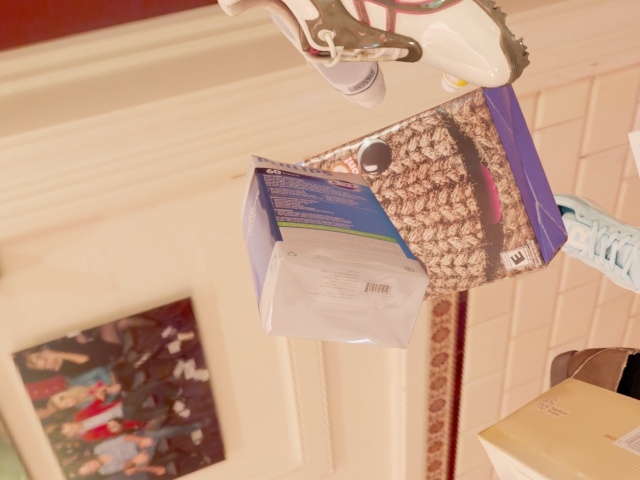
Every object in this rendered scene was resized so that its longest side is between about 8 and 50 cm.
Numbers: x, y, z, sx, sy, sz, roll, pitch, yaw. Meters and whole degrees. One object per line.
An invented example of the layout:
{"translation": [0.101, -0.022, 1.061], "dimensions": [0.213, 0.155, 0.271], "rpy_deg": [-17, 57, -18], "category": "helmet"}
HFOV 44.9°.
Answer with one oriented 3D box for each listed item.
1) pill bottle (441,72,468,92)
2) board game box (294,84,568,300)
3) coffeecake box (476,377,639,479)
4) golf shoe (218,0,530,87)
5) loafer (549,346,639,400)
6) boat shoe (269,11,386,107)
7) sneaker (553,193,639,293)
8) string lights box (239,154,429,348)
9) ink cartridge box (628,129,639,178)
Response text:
{"translation": [0.303, -0.370, 1.667], "dimensions": [0.116, 0.065, 0.065], "rpy_deg": [123, 128, -64], "category": "pill bottle"}
{"translation": [0.143, -0.051, 1.036], "dimensions": [0.291, 0.141, 0.232], "rpy_deg": [-19, 95, 32], "category": "board game box"}
{"translation": [0.167, 0.173, 0.369], "dimensions": [0.185, 0.068, 0.142], "rpy_deg": [63, 170, -4], "category": "coffeecake box"}
{"translation": [0.044, -0.189, 0.672], "dimensions": [0.272, 0.120, 0.105], "rpy_deg": [29, 170, 1], "category": "golf shoe"}
{"translation": [0.348, 0.257, 0.891], "dimensions": [0.130, 0.134, 0.366], "rpy_deg": [-35, 31, 34], "category": "loafer"}
{"translation": [0.026, -0.387, 1.496], "dimensions": [0.367, 0.136, 0.156], "rpy_deg": [56, -171, 33], "category": "boat shoe"}
{"translation": [0.556, 0.007, 1.562], "dimensions": [0.366, 0.150, 0.135], "rpy_deg": [-136, 54, -59], "category": "sneaker"}
{"translation": [0.000, 0.000, 0.762], "dimensions": [0.260, 0.133, 0.077], "rpy_deg": [-112, 34, -64], "category": "string lights box"}
{"translation": [0.449, -0.105, 0.972], "dimensions": [0.143, 0.090, 0.092], "rpy_deg": [-16, -90, -62], "category": "ink cartridge box"}
